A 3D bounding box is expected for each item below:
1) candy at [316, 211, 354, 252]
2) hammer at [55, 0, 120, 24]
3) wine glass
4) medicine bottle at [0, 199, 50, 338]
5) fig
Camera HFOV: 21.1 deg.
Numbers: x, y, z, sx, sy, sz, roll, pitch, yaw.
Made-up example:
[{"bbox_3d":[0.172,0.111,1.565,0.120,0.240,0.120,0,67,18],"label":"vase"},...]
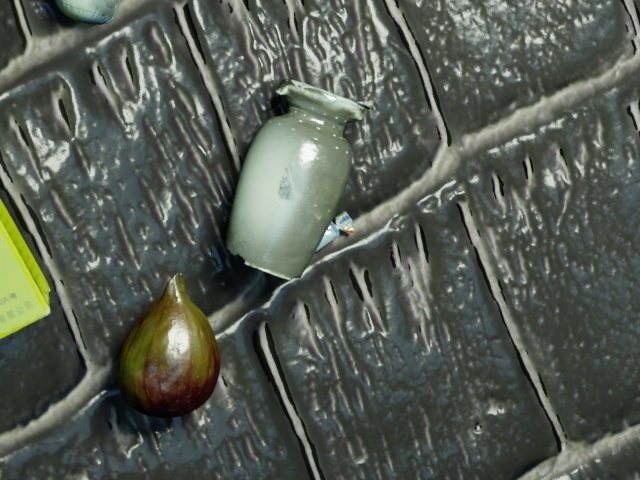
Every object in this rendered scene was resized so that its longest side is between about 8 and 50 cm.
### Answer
[{"bbox_3d":[0.000,0.000,1.881,0.083,0.020,0.030,-36,100,-4],"label":"candy"},{"bbox_3d":[-0.293,-0.298,1.773,0.194,0.069,0.116,16,95,-7],"label":"hammer"},{"bbox_3d":[-0.029,-0.065,1.822,0.111,0.111,0.204,20,92,-12],"label":"wine glass"},{"bbox_3d":[-0.390,-0.007,1.751,0.137,0.141,0.250,-28,101,-3],"label":"medicine bottle"},{"bbox_3d":[-0.161,0.110,1.824,0.109,0.103,0.155,-11,108,-31],"label":"fig"}]
